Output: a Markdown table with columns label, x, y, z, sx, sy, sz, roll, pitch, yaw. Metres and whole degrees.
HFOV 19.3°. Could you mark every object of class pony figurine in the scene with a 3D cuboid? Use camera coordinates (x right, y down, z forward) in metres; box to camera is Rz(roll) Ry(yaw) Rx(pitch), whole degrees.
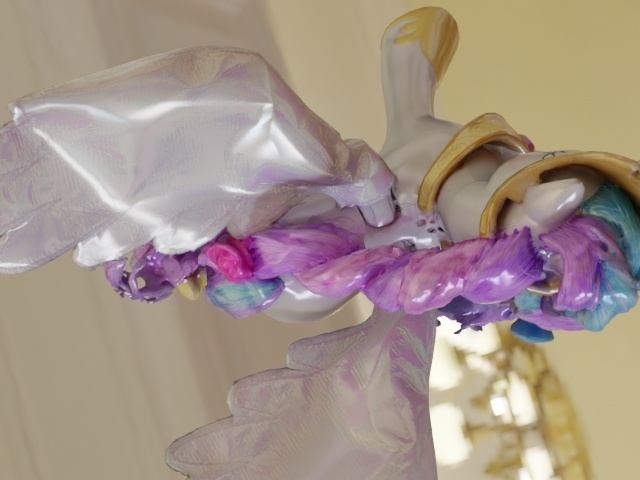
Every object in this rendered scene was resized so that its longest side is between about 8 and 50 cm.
| label | x | y | z | sx | sy | sz | roll | pitch | yaw |
| --- | --- | --- | --- | --- | --- | --- | --- | --- | --- |
| pony figurine | 0.000 | 0.000 | 0.997 | 0.303 | 0.351 | 0.363 | 67 | 173 | -18 |
